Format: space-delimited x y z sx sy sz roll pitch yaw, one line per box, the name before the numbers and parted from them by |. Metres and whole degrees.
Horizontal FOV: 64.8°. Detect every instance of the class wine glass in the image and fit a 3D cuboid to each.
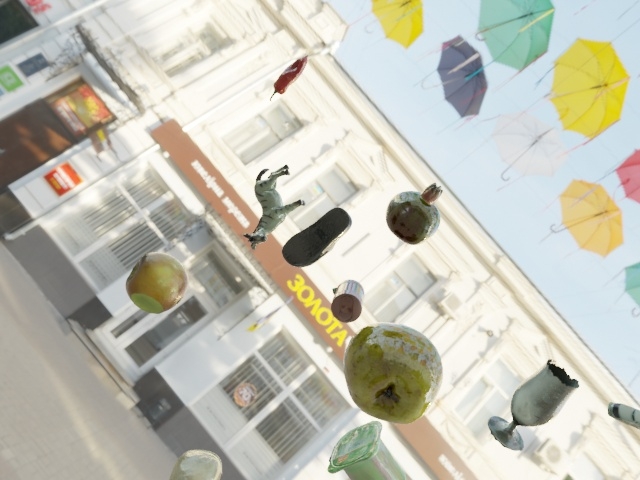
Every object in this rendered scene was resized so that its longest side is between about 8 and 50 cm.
wine glass | 0.481 0.374 1.140 0.103 0.103 0.222 42 -60 24

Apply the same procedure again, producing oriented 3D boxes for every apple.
apple | -0.443 0.109 1.363 0.163 0.146 0.147 -14 -45 35

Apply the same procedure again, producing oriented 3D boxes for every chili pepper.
chili pepper | -0.105 -0.527 1.634 0.050 0.191 0.059 34 12 -41

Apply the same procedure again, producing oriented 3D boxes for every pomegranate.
pomegranate | 0.304 -0.089 1.571 0.180 0.180 0.209 47 -63 11

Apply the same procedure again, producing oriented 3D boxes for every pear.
pear | 0.216 0.392 1.542 0.304 0.304 0.304 43 -22 21

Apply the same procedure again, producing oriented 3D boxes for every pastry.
pastry | -0.254 0.496 1.002 0.092 0.156 0.156 12 -27 4

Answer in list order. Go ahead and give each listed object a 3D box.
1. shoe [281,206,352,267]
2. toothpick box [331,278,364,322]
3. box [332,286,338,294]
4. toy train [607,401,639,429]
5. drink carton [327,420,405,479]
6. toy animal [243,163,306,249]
shoe | 0.000 0.000 1.549 0.108 0.241 0.093 54 8 21
toothpick box | 0.090 0.192 1.618 0.098 0.098 0.149 53 15 -6
box | 0.086 0.182 1.870 0.051 0.082 0.023 65 10 -73
toy train | 0.841 0.470 1.304 0.208 0.043 0.047 23 -25 -3
drink carton | 0.122 0.544 1.218 0.142 0.146 0.144 54 22 -5
toy animal | -0.133 -0.094 1.326 0.073 0.176 0.216 50 18 -63
